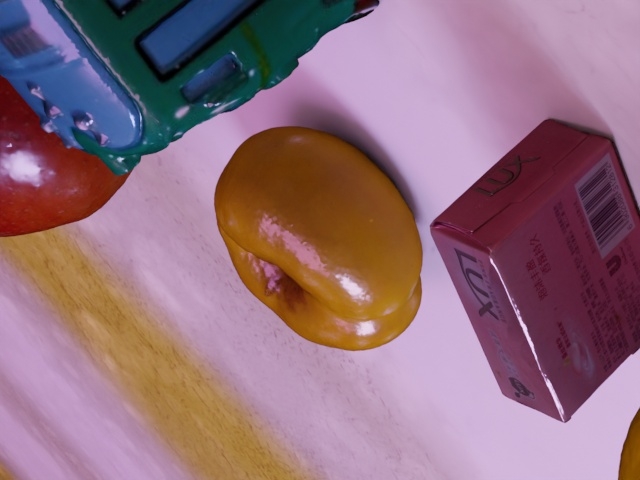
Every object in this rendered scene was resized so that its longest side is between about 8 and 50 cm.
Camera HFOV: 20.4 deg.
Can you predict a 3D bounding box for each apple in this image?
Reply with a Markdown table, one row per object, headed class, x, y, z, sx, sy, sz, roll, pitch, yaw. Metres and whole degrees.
| class | x | y | z | sx | sy | sz | roll | pitch | yaw |
| --- | --- | --- | --- | --- | --- | --- | --- | --- | --- |
| apple | -0.245 | -0.113 | 1.371 | 0.218 | 0.218 | 0.201 | 20 | 148 | 47 |

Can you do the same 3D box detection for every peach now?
| class | x | y | z | sx | sy | sz | roll | pitch | yaw |
| --- | --- | --- | --- | --- | --- | --- | --- | --- | --- |
| peach | 0.000 | 0.000 | 1.273 | 0.179 | 0.103 | 0.179 | 41 | 160 | 19 |

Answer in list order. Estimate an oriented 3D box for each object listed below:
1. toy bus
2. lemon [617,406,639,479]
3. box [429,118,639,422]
| class | x | y | z | sx | sy | sz | roll | pitch | yaw |
| --- | --- | --- | --- | --- | --- | --- | --- | --- | --- |
| toy bus | -0.148 | -0.209 | 1.061 | 0.343 | 0.199 | 0.183 | 53 | 156 | -20 |
| lemon | 0.256 | 0.133 | 0.941 | 0.203 | 0.178 | 0.178 | 25 | 150 | 39 |
| box | 0.138 | 0.019 | 1.047 | 0.060 | 0.111 | 0.156 | 21 | 145 | 48 |
